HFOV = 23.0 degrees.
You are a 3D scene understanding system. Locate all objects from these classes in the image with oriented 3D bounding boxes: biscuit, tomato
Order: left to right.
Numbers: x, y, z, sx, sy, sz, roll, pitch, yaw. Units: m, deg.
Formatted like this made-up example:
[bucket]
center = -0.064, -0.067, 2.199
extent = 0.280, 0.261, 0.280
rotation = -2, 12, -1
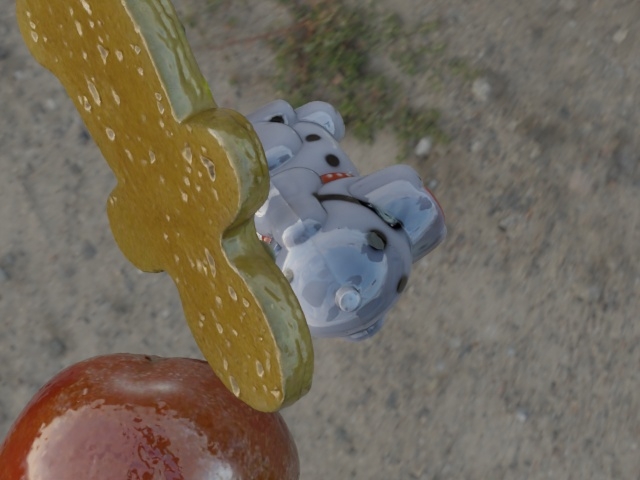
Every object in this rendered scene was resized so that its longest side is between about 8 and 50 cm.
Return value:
[tomato]
center = -0.122, 0.181, 0.985
extent = 0.188, 0.232, 0.232
rotation = 21, 115, 3
[biscuit]
center = -0.063, -0.036, 0.700
extent = 0.240, 0.035, 0.158
rotation = 64, 154, -1

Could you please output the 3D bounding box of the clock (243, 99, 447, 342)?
[clock]
center = 0.001, -0.002, 1.294
extent = 0.188, 0.254, 0.189
rotation = -5, 106, -17
